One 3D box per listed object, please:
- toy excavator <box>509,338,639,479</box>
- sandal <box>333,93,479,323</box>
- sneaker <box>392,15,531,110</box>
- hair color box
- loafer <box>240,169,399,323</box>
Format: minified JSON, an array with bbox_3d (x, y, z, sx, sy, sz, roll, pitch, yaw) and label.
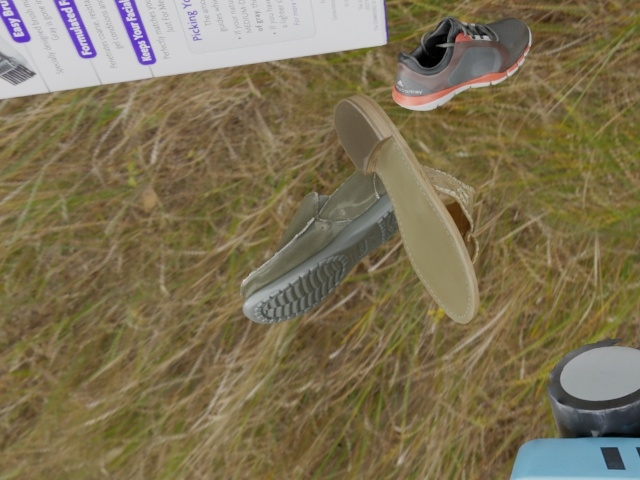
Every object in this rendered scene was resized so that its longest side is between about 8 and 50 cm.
[{"bbox_3d":[0.214,0.290,0.720,0.432,0.445,0.222,-7,116,27],"label":"toy excavator"},{"bbox_3d":[0.107,-0.045,0.890,0.240,0.079,0.088,59,152,14],"label":"sandal"},{"bbox_3d":[0.133,-0.175,0.865,0.061,0.158,0.065,36,149,39],"label":"sneaker"},{"bbox_3d":[-0.127,-0.217,0.694,0.338,0.110,0.185,-8,146,2],"label":"hair color box"},{"bbox_3d":[0.000,0.000,1.096,0.087,0.251,0.094,43,158,25],"label":"loafer"}]
